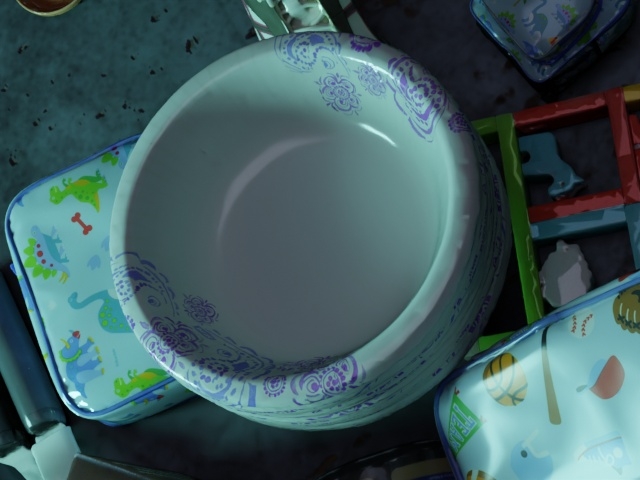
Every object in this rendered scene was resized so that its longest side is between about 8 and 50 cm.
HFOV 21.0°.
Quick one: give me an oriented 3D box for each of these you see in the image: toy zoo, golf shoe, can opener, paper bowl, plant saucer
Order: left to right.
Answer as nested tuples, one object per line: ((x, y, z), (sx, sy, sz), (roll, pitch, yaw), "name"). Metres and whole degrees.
((-0.260, 0.144, 1.437), (0.076, 0.095, 0.283), (-31, 70, 10), "can opener")
((-0.241, -0.242, 1.563), (0.083, 0.013, 0.083), (-4, 76, 18), "plant saucer")
((-0.016, -0.176, 1.414), (0.105, 0.120, 0.273), (-33, 71, 8), "golf shoe")
((0.000, 0.000, 1.277), (0.284, 0.148, 0.284), (-7, 70, 21), "paper bowl")
((0.240, -0.024, 1.336), (0.293, 0.030, 0.192), (-12, 74, 16), "toy zoo")

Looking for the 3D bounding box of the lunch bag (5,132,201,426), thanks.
((-0.158, 0.034, 1.430), (0.176, 0.090, 0.219), (-26, 71, 11), "lunch bag")

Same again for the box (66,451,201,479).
((-0.156, 0.364, 1.300), (0.143, 0.191, 0.381), (19, 84, 22), "box")

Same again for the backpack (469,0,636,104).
((0.188, -0.186, 1.362), (0.114, 0.084, 0.105), (-40, 71, 4), "backpack")

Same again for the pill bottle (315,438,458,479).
((0.078, 0.267, 1.277), (0.123, 0.123, 0.219), (-21, 72, 14), "pill bottle")

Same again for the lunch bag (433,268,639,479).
((0.223, 0.154, 1.182), (0.303, 0.115, 0.243), (-34, 74, 45), "lunch bag")
